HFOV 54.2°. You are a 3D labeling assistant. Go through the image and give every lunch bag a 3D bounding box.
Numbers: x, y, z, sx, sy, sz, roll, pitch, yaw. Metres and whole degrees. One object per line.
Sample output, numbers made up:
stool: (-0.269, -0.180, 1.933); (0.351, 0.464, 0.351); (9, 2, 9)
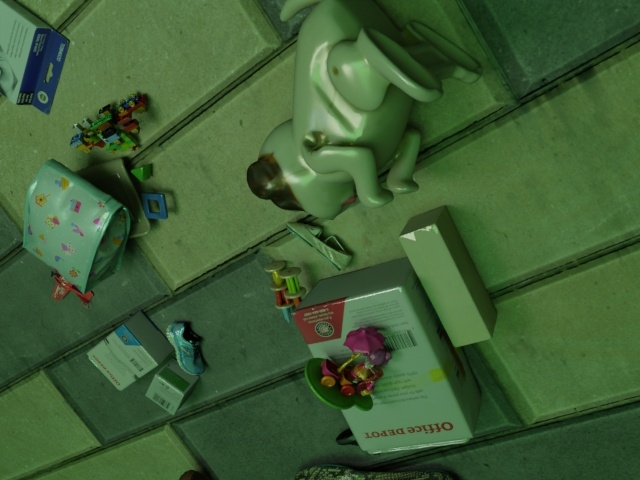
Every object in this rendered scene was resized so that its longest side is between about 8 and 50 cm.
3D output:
lunch bag: (-0.579, -0.045, 1.499); (0.223, 0.160, 0.262); (33, 126, 9)

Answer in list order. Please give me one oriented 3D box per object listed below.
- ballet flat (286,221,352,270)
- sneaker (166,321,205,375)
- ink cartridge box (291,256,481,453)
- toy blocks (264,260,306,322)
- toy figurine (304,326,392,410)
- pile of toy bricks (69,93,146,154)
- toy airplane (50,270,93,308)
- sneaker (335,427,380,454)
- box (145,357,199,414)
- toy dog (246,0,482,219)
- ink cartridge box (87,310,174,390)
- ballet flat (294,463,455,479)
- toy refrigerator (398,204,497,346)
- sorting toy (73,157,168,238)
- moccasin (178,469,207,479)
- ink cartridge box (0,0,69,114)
ballet flat: (0.000, 0.000, 1.400); (0.168, 0.057, 0.052); (39, 95, -3)
sneaker: (-0.351, 0.291, 1.679); (0.073, 0.063, 0.162); (-17, 107, 26)
ink cartridge box: (0.155, 0.258, 1.387); (0.279, 0.160, 0.385); (-17, 106, 29)
toy blocks: (-0.072, 0.131, 1.461); (0.123, 0.054, 0.148); (18, 128, 55)
toy figurine: (0.082, 0.251, 1.265); (0.173, 0.130, 0.159); (31, 116, -17)
pile of toy bricks: (-0.473, -0.244, 1.453); (0.212, 0.118, 0.105); (-21, 137, 21)
toy airplane: (-0.704, 0.136, 1.772); (0.151, 0.028, 0.151); (10, 120, 19)
sneaker: (0.125, 0.514, 1.591); (0.170, 0.051, 0.089); (-30, 96, 28)
box: (-0.413, 0.407, 1.747); (0.101, 0.087, 0.102); (34, 122, 4)
toy dog: (0.022, -0.214, 1.144); (0.395, 0.284, 0.408); (35, 125, 4)
ink cartridge box: (-0.534, 0.311, 1.751); (0.203, 0.086, 0.148); (-34, 99, 33)
ballet flat: (0.115, 0.673, 1.597); (0.482, 0.182, 0.164); (-9, 112, 27)
toy refrigerator: (0.263, 0.076, 1.287); (0.094, 0.102, 0.270); (-22, 105, 30)
sorting toy: (-0.520, -0.099, 1.569); (0.347, 0.047, 0.196); (-10, 106, 27)
moccasin: (-0.320, 0.848, 1.895); (0.146, 0.139, 0.380); (-11, 110, 26)
ink cartridge box: (-0.723, -0.441, 1.484); (0.224, 0.045, 0.223); (35, 123, 3)
